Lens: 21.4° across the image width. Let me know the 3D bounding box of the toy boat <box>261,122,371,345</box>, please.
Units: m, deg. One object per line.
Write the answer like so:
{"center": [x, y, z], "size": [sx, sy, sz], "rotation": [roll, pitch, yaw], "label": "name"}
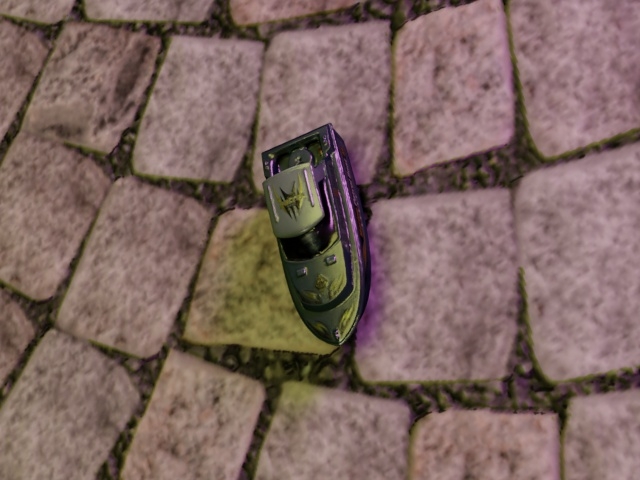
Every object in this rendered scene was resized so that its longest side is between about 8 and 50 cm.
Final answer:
{"center": [0.000, 0.000, 1.047], "size": [0.055, 0.060, 0.141], "rotation": [-22, 66, 24], "label": "toy boat"}
